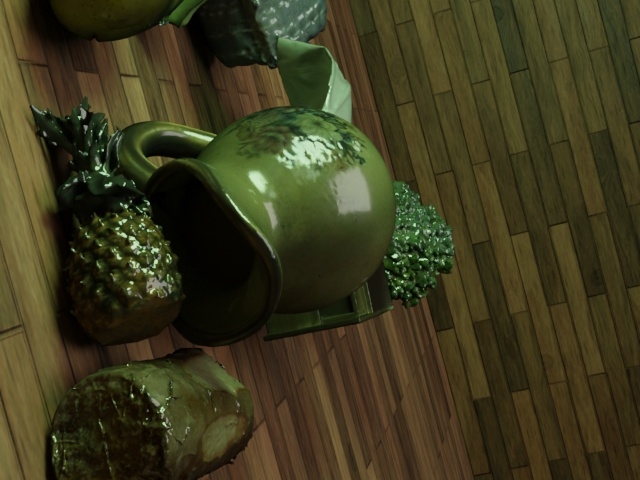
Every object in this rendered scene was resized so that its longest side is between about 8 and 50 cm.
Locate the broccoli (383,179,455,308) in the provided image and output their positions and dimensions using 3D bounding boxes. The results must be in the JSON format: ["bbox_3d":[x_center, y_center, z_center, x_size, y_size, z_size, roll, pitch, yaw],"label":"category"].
[{"bbox_3d":[0.076,-0.026,1.784,0.334,0.272,0.324,-21,92,-63],"label":"broccoli"}]

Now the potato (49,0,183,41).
[{"bbox_3d":[-0.217,-0.294,1.086,0.143,0.169,0.248,32,15,-15],"label":"potato"}]

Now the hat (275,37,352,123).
[{"bbox_3d":[-0.027,-0.135,1.516,0.258,0.168,0.301,-64,163,-13],"label":"hat"}]

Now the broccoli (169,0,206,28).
[{"bbox_3d":[-0.154,-0.396,1.333,0.247,0.246,0.288,23,13,-42],"label":"broccoli"}]

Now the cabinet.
[{"bbox_3d":[-0.004,0.036,1.400,0.215,0.148,0.175,-7,84,-75],"label":"cabinet"}]

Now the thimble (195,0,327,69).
[{"bbox_3d":[-0.098,-0.388,1.584,0.236,0.205,0.172,-77,152,-56],"label":"thimble"}]

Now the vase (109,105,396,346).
[{"bbox_3d":[-0.101,-0.044,1.116,0.302,0.329,0.241,-22,139,-52],"label":"vase"}]

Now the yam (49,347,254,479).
[{"bbox_3d":[-0.156,0.175,0.946,0.238,0.129,0.128,5,89,-73],"label":"yam"}]

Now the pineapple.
[{"bbox_3d":[-0.215,-0.025,0.984,0.251,0.125,0.125,69,11,16],"label":"pineapple"}]
